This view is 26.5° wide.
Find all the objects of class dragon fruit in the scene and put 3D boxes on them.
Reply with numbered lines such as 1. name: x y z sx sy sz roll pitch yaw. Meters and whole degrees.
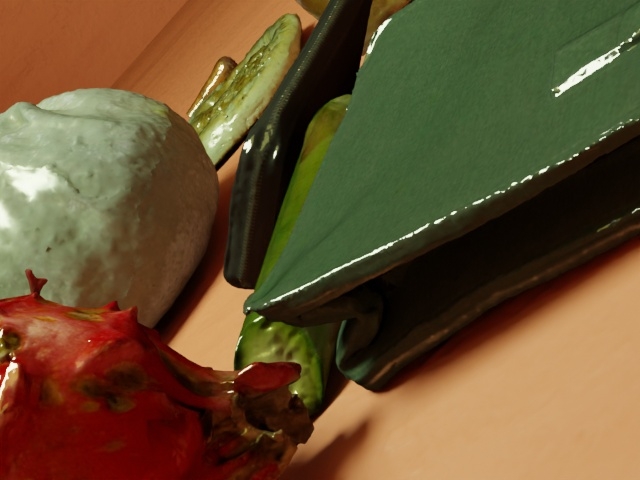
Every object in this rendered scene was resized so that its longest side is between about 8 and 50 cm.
1. dragon fruit: -0.131 0.123 0.665 0.268 0.205 0.210 -13 54 6

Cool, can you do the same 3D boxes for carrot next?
1. carrot: -0.136 -0.192 1.725 0.093 0.032 0.032 -55 15 3

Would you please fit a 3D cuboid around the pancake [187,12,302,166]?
1. pancake: -0.099 -0.153 1.510 0.253 0.037 0.253 -48 15 17

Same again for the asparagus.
1. asparagus: -0.002 0.000 0.812 0.067 0.060 0.278 -51 13 31

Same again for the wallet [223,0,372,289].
1. wallet: -0.013 -0.091 0.997 0.149 0.044 0.250 103 -172 -46

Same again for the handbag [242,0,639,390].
1. handbag: 0.095 -0.070 0.658 0.260 0.079 0.247 -34 24 42

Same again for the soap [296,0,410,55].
1. soap: -0.004 -0.282 1.156 0.135 0.233 0.076 -46 20 17

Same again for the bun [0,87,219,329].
1. bun: -0.255 0.009 1.210 0.362 0.211 0.362 -44 23 24
